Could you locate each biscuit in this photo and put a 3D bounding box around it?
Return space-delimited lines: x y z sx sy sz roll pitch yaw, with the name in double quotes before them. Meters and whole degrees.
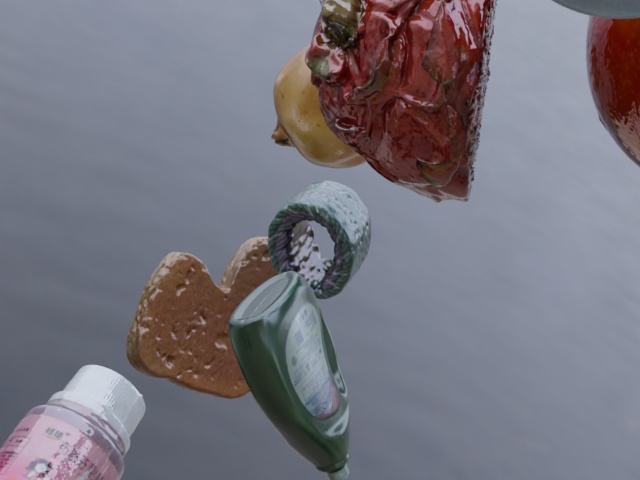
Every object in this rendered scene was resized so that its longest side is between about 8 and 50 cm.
"biscuit" -0.166 0.101 2.009 0.052 0.262 0.277 4 -13 45

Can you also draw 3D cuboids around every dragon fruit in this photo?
"dragon fruit" 0.080 -0.196 1.434 0.205 0.317 0.152 6 8 10

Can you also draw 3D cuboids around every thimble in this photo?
"thimble" 0.001 -0.002 1.658 0.118 0.135 0.090 9 28 24

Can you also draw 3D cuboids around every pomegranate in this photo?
"pomegranate" 0.023 -0.212 2.014 0.209 0.209 0.209 26 25 -13

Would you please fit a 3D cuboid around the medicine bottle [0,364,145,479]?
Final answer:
"medicine bottle" -0.313 0.271 1.586 0.147 0.147 0.247 32 53 1

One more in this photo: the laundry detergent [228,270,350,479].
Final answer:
"laundry detergent" -0.014 0.144 1.332 0.211 0.063 0.137 66 29 -18

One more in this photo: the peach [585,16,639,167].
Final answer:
"peach" 0.460 -0.210 1.416 0.388 0.388 0.388 26 25 -13

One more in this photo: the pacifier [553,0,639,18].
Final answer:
"pacifier" 0.260 -0.289 1.112 0.244 0.299 0.233 -1 43 24
